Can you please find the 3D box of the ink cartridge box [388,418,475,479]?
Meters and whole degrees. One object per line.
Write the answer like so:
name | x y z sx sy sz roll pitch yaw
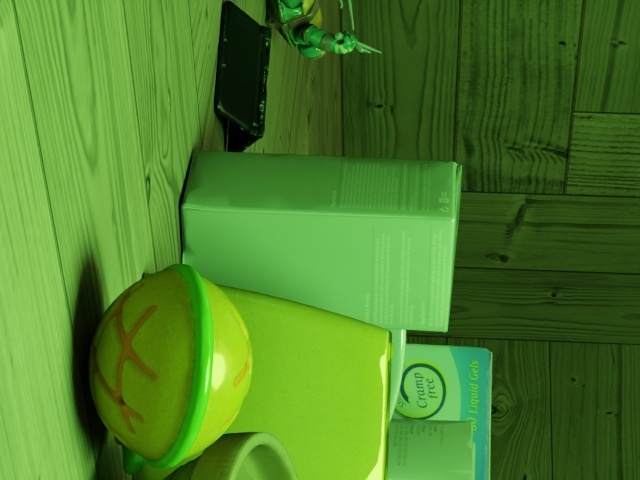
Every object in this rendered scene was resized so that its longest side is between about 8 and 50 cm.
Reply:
ink cartridge box | 0.034 0.315 2.007 0.197 0.270 0.198 -73 164 -76

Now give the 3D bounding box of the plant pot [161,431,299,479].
plant pot | -0.084 0.249 1.229 0.237 0.109 0.237 -4 90 -76

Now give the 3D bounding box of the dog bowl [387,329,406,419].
dog bowl | -0.007 0.100 1.887 0.265 0.104 0.265 3 90 -65

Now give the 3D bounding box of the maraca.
maraca | -0.102 0.085 1.165 0.185 0.099 0.127 141 -47 -61

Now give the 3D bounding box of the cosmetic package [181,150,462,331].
cosmetic package | 0.000 0.000 1.600 0.107 0.238 0.127 -78 173 -55

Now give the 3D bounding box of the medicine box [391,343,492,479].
medicine box | 0.061 0.267 2.257 0.149 0.289 0.264 87 6 -74

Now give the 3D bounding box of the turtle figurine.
turtle figurine | -0.010 -0.288 2.222 0.234 0.118 0.175 63 10 -50

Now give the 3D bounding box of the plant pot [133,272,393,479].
plant pot | -0.038 0.139 1.448 0.212 0.187 0.212 40 52 -85

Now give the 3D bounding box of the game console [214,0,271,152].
game console | -0.091 -0.160 1.828 0.107 0.071 0.122 -31 -130 58
